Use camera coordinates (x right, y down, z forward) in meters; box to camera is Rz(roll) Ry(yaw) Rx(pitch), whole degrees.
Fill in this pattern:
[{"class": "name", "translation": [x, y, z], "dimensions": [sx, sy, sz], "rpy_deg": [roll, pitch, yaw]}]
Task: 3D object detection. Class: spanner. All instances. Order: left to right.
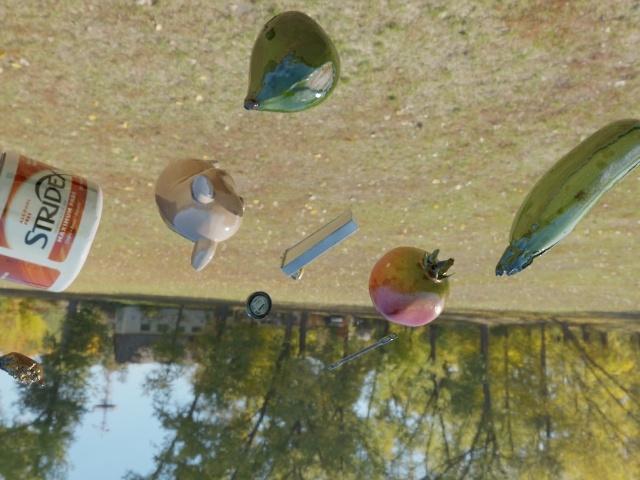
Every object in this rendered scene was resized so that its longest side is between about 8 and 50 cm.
[{"class": "spanner", "translation": [0.107, 0.298, 1.396], "dimensions": [0.054, 0.015, 0.254], "rpy_deg": [-16, 164, -48]}]

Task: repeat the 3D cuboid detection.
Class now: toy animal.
[{"class": "toy animal", "translation": [-0.232, -0.076, 0.998], "dimensions": [0.154, 0.166, 0.250], "rpy_deg": [-23, -152, -16]}]

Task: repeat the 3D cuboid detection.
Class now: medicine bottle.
[{"class": "medicine bottle", "translation": [-0.609, -0.041, 1.071], "dimensions": [0.241, 0.252, 0.252], "rpy_deg": [21, 162, -35]}]

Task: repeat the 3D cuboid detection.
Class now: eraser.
[{"class": "eraser", "translation": [0.000, 0.000, 0.930], "dimensions": [0.150, 0.023, 0.104], "rpy_deg": [-34, -168, 10]}]

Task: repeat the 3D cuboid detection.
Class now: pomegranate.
[{"class": "pomegranate", "translation": [0.250, 0.114, 1.408], "dimensions": [0.221, 0.221, 0.256], "rpy_deg": [10, 144, -39]}]

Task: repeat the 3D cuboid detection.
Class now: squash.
[{"class": "squash", "translation": [0.382, -0.075, 0.813], "dimensions": [0.094, 0.341, 0.094], "rpy_deg": [46, 176, 4]}]

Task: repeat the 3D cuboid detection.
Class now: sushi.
[{"class": "sushi", "translation": [-0.697, 0.303, 1.222], "dimensions": [0.118, 0.061, 0.060], "rpy_deg": [25, -163, -16]}]

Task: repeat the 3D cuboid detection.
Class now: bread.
[{"class": "bread", "translation": [-0.075, 0.064, 1.459], "dimensions": [0.072, 0.053, 0.106], "rpy_deg": [35, -162, -11]}]

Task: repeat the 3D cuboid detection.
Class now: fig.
[{"class": "fig", "translation": [-0.075, -0.345, 1.072], "dimensions": [0.245, 0.195, 0.195], "rpy_deg": [-41, 180, -13]}]

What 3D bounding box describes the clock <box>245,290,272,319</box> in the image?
[{"class": "clock", "translation": [-0.182, 0.189, 1.537], "dimensions": [0.085, 0.085, 0.017], "rpy_deg": [9, 176, -34]}]
